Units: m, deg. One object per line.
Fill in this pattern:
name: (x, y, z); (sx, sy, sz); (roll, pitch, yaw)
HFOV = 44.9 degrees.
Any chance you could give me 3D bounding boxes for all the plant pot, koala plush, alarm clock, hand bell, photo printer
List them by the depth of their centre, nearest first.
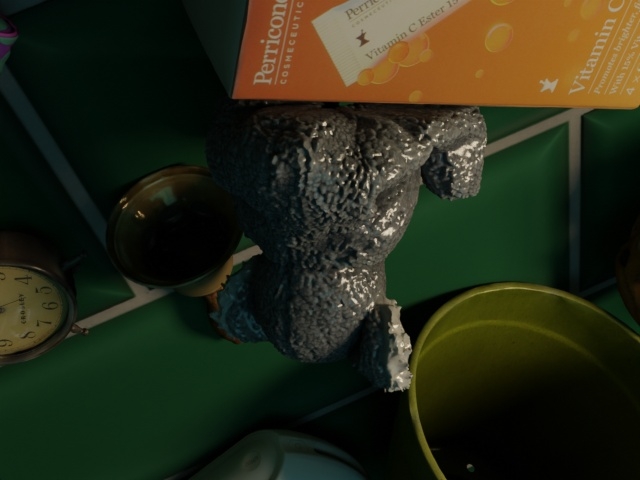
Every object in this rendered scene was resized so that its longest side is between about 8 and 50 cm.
koala plush: (0.000, 0.000, 0.589); (0.203, 0.196, 0.221); (-35, 136, -59)
alarm clock: (-0.307, 0.051, 0.691); (0.192, 0.064, 0.129); (-6, 132, -24)
hand bell: (-0.108, 0.045, 0.774); (0.126, 0.126, 0.242); (-24, 148, -4)
plant pot: (0.234, 0.303, 1.014); (0.367, 0.366, 0.353); (-6, 144, -21)
photo printer: (-0.084, 0.388, 1.075); (0.307, 0.107, 0.256); (-38, 135, 11)

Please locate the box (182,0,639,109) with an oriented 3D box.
box: (0.094, -0.228, 0.550); (0.345, 0.168, 0.215); (-3, 131, -22)

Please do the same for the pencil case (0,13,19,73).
pencil case: (-0.281, -0.107, 0.558); (0.151, 0.064, 0.070); (-50, 151, 21)

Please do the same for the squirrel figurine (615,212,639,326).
squirrel figurine: (0.567, 0.028, 0.908); (0.397, 0.281, 0.370); (24, 132, -22)
